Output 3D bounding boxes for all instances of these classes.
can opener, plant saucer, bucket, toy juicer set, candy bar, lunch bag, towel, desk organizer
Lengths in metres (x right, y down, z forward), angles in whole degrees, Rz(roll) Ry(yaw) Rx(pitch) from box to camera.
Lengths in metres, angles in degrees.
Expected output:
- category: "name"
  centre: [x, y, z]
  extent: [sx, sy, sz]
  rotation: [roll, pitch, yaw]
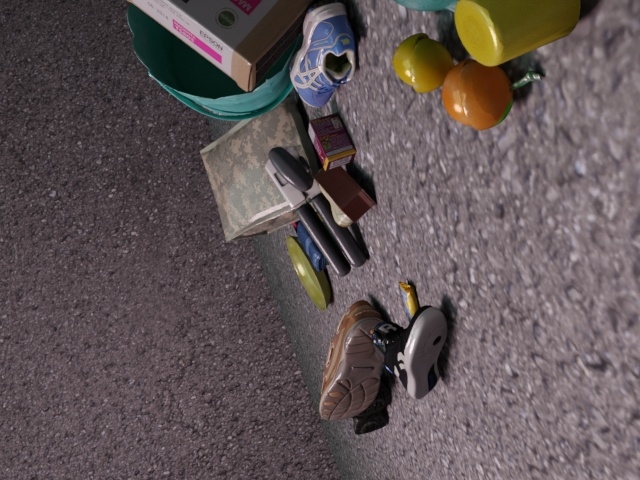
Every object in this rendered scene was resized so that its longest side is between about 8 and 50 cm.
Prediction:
- category: "can opener"
  centre: [-0.016, -0.055, 1.087]
  extent: [0.283, 0.076, 0.095]
  rotation: [57, -163, 0]
- category: "plant saucer"
  centre: [-0.029, 0.088, 1.612]
  extent: [0.240, 0.037, 0.241]
  rotation: [57, 165, 24]
- category: "bucket"
  centre: [-0.156, -0.344, 0.939]
  extent: [0.183, 0.282, 0.280]
  rotation: [-16, -94, -88]
- category: "toy juicer set"
  centre: [0.088, -0.242, 0.504]
  extent: [0.328, 0.090, 0.209]
  rotation: [56, 177, 22]
- category: "candy bar"
  centre: [0.160, 0.140, 0.946]
  extent: [0.040, 0.018, 0.161]
  rotation: [-139, 30, -66]
- category: "lunch bag"
  centre: [-0.108, -0.154, 1.254]
  extent: [0.287, 0.169, 0.235]
  rotation: [-23, 82, 43]
- category: "towel"
  centre: [-0.022, 0.012, 1.311]
  extent: [0.067, 0.029, 0.119]
  rotation: [87, 159, -52]
- category: "desk organizer"
  centre: [0.040, -0.089, 0.981]
  extent: [0.047, 0.050, 0.130]
  rotation: [43, -172, -39]

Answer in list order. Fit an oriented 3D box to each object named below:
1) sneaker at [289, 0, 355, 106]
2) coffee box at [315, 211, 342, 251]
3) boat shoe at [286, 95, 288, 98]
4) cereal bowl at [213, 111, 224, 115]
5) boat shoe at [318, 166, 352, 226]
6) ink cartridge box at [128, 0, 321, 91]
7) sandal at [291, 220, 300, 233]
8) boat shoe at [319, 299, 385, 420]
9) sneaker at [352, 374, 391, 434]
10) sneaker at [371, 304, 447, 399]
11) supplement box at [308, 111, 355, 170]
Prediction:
- category: "sneaker"
  centre: [0.004, -0.256, 0.835]
  extent: [0.211, 0.080, 0.081]
  rotation: [105, 145, -70]
- category: "coffee box"
  centre: [0.000, 0.000, 1.366]
  extent: [0.184, 0.041, 0.113]
  rotation: [129, 121, -76]
- category: "boat shoe"
  centre: [-0.124, -0.386, 1.222]
  extent: [0.076, 0.080, 0.228]
  rotation: [54, 168, 48]
- category: "cereal bowl"
  centre: [-0.248, -0.493, 1.421]
  extent: [0.339, 0.141, 0.338]
  rotation: [159, 90, -78]
- category: "boat shoe"
  centre: [0.036, -0.092, 1.061]
  extent: [0.045, 0.050, 0.135]
  rotation: [-53, 53, 48]
- category: "ink cartridge box"
  centre: [-0.132, -0.360, 0.782]
  extent: [0.235, 0.193, 0.088]
  rotation: [37, 166, -2]
- category: "sandal"
  centre: [-0.081, -0.060, 1.627]
  extent: [0.067, 0.040, 0.179]
  rotation: [-137, 29, -65]
- category: "boat shoe"
  centre: [0.070, 0.267, 1.224]
  extent: [0.116, 0.123, 0.324]
  rotation: [-105, 29, -52]
- category: "sneaker"
  centre: [0.104, 0.385, 1.405]
  extent: [0.286, 0.109, 0.130]
  rotation: [91, 164, -52]
- category: "sneaker"
  centre: [0.129, 0.157, 0.893]
  extent: [0.121, 0.079, 0.216]
  rotation: [42, 151, 37]
- category: "supplement box"
  centre: [0.018, -0.171, 0.971]
  extent: [0.043, 0.055, 0.083]
  rotation: [109, 140, -72]
